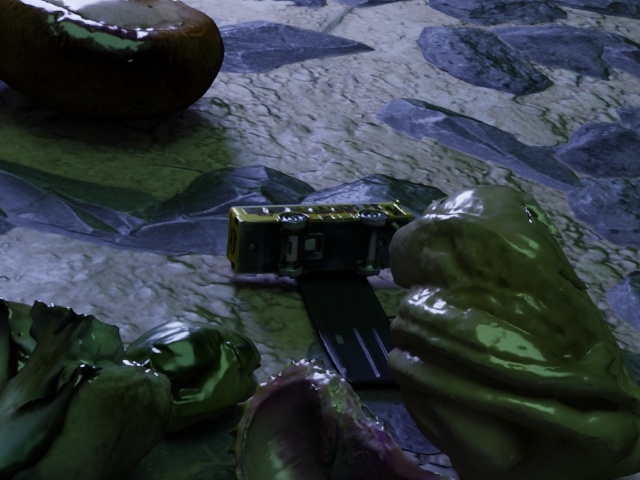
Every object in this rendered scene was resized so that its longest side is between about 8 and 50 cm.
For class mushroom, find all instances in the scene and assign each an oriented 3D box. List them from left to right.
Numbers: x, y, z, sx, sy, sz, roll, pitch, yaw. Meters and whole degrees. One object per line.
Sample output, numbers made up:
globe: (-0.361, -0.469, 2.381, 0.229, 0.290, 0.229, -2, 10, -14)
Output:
mushroom: (-0.238, 0.168, 1.665, 0.164, 0.189, 0.267, 29, -12, -30)
mushroom: (-0.302, -0.274, 2.437, 0.345, 0.239, 0.345, -8, 35, 6)

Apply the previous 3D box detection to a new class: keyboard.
keyboard: (0.052, 0.114, 2.027, 0.103, 0.041, 0.381, 1, 23, -17)

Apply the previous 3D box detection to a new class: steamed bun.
steamed bun: (0.191, 0.115, 1.833, 0.372, 0.230, 0.325, 60, 7, 22)

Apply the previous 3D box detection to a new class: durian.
durian: (0.012, 0.233, 1.693, 0.186, 0.154, 0.260, -18, 38, -9)

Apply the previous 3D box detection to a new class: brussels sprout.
brussels sprout: (-0.145, 0.132, 1.856, 0.181, 0.100, 0.139, -28, 27, -36)

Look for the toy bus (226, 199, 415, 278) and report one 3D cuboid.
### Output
toy bus: (0.000, 0.000, 2.135, 0.226, 0.081, 0.074, -4, 20, -20)
